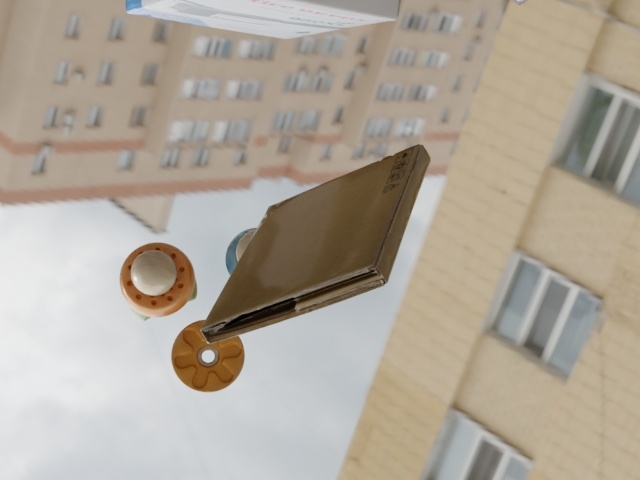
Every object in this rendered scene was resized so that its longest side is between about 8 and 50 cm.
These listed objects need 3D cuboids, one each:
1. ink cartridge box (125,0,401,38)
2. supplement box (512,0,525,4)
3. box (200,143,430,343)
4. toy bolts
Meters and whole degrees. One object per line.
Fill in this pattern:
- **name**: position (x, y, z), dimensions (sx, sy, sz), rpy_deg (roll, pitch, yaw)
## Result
- **ink cartridge box**: position (-0.089, -0.402, 1.787), dimensions (0.285, 0.166, 0.395), rpy_deg (5, -178, -25)
- **supplement box**: position (0.218, -0.296, 1.360), dimensions (0.055, 0.043, 0.083), rpy_deg (30, 179, -5)
- **box**: position (0.000, 0.000, 1.018), dimensions (0.021, 0.164, 0.201), rpy_deg (58, -152, -21)
- **toy bolts**: position (-0.136, 0.076, 1.663), dimensions (0.218, 0.228, 0.158), rpy_deg (62, 171, 8)
